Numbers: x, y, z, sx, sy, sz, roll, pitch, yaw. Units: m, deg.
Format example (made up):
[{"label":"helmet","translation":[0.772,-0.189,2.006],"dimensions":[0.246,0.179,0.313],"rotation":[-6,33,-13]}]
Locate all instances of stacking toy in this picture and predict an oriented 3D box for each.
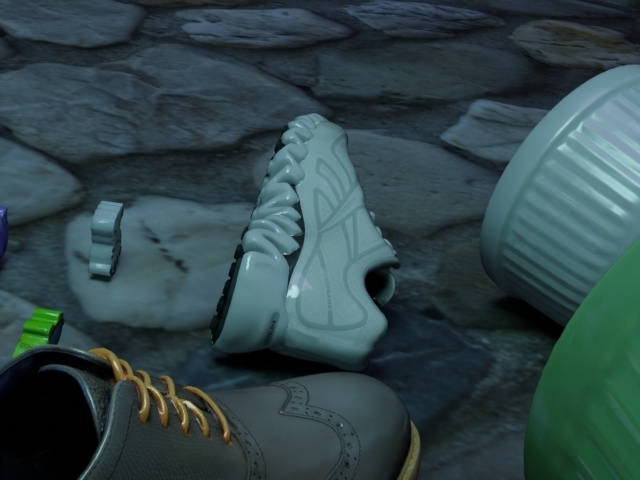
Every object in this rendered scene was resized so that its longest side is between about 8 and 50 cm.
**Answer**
[{"label":"stacking toy","translation":[-0.238,0.024,0.762],"dimensions":[0.167,0.052,0.221],"rotation":[9,26,0]}]

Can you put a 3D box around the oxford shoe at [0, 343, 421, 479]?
[{"label":"oxford shoe","translation":[-0.076,0.112,0.525],"dimensions":[0.130,0.132,0.364],"rotation":[29,30,36]}]

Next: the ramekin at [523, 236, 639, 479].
[{"label":"ramekin","translation":[0.257,0.105,0.493],"dimensions":[0.304,0.303,0.148],"rotation":[2,34,-18]}]

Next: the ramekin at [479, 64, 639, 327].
[{"label":"ramekin","translation":[0.231,-0.017,0.856],"dimensions":[0.207,0.207,0.109],"rotation":[-12,42,-39]}]

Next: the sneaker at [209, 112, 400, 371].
[{"label":"sneaker","translation":[0.000,0.000,0.852],"dimensions":[0.118,0.110,0.292],"rotation":[17,33,-3]}]
